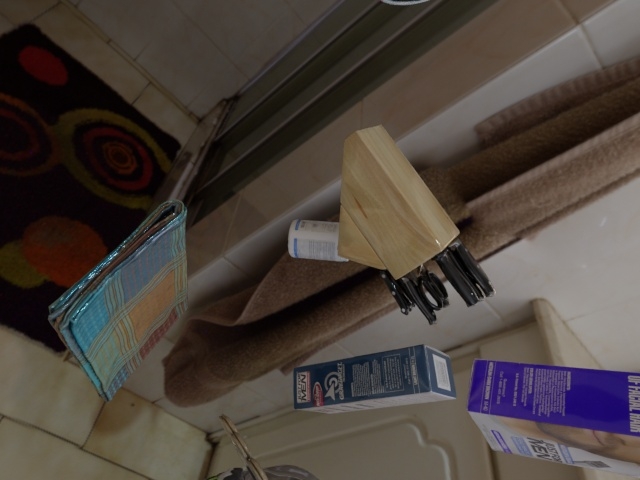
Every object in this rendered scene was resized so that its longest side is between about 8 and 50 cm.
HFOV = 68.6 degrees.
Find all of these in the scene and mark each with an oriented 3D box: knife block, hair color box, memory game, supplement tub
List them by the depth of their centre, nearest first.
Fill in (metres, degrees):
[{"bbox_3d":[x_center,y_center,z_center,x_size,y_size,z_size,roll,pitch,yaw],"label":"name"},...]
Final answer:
[{"bbox_3d":[-0.081,0.306,0.609,0.012,0.186,0.186,-30,92,-22],"label":"memory game"},{"bbox_3d":[0.150,-0.019,0.705,0.088,0.242,0.276,-30,129,-53],"label":"knife block"},{"bbox_3d":[0.437,0.296,0.770,0.185,0.338,0.110,54,45,-37],"label":"hair color box"},{"bbox_3d":[0.000,0.000,0.845,0.071,0.107,0.071,6,90,-80],"label":"supplement tub"},{"bbox_3d":[0.122,0.337,1.115,0.174,0.347,0.105,34,46,-50],"label":"hair color box"}]

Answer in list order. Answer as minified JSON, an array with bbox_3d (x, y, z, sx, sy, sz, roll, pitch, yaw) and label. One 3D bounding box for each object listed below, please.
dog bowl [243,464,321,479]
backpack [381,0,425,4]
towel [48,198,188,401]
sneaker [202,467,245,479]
[{"bbox_3d":[-0.076,0.649,0.989,0.102,0.348,0.349,3,63,-54],"label":"dog bowl"},{"bbox_3d":[0.093,-0.383,0.460,0.254,0.225,0.191,71,-8,-46],"label":"backpack"},{"bbox_3d":[-0.325,0.121,0.842,0.040,0.370,0.271,29,53,8],"label":"towel"},{"bbox_3d":[-0.112,0.271,0.436,0.097,0.235,0.084,-13,67,-19],"label":"sneaker"}]
